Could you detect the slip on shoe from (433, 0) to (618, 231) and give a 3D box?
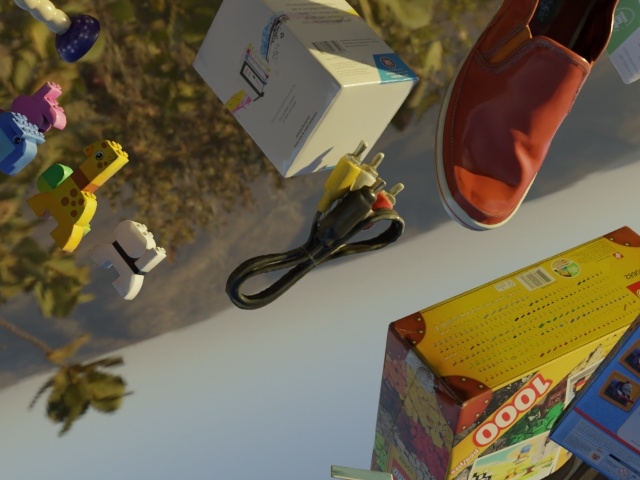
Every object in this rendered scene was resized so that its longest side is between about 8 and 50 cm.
[{"bbox_3d":[0.207,-0.165,1.027,0.123,0.331,0.101,26,178,-17],"label":"slip on shoe"}]

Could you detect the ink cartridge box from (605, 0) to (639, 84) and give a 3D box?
[{"bbox_3d":[0.528,-0.378,1.410,0.353,0.119,0.207,-27,148,21],"label":"ink cartridge box"}]

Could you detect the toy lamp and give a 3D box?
[{"bbox_3d":[-0.394,-0.322,1.280,0.080,0.080,0.274,-19,140,30],"label":"toy lamp"}]

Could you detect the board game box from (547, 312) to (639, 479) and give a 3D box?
[{"bbox_3d":[0.336,0.151,0.976,0.211,0.160,0.039,-61,170,32],"label":"board game box"}]

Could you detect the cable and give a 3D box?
[{"bbox_3d":[0.000,0.000,1.449,0.287,0.139,0.072,-41,-148,5],"label":"cable"}]

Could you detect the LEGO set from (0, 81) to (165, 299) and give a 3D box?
[{"bbox_3d":[-0.216,-0.065,0.935,0.093,0.227,0.087,-41,168,7],"label":"LEGO set"}]

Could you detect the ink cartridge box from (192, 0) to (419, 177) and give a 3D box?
[{"bbox_3d":[-0.026,-0.234,1.451,0.171,0.233,0.168,-15,149,-47],"label":"ink cartridge box"}]

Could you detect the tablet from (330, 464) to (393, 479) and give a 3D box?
[{"bbox_3d":[0.055,0.312,1.389,0.083,0.006,0.054,8,-177,0],"label":"tablet"}]

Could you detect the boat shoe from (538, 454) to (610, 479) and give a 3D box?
[{"bbox_3d":[0.367,0.326,1.318,0.132,0.130,0.355,13,130,-38],"label":"boat shoe"}]

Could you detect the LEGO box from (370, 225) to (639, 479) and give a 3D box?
[{"bbox_3d":[0.345,0.239,1.720,0.500,0.193,0.372,-20,135,-25],"label":"LEGO box"}]
